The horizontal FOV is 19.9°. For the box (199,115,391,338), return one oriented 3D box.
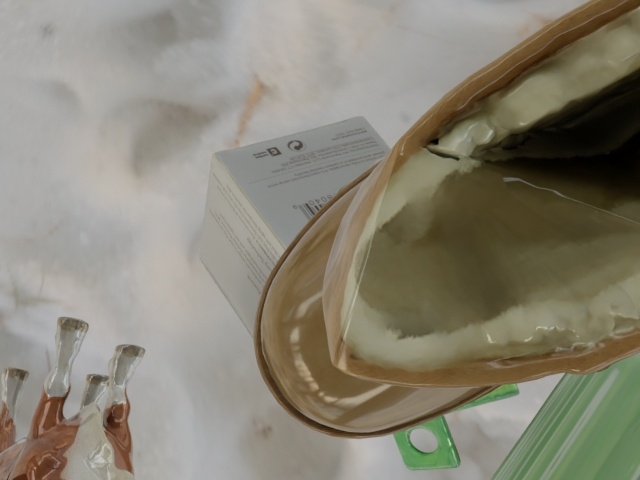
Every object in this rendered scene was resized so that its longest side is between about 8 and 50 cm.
[{"bbox_3d":[0.000,0.000,1.025,0.101,0.102,0.087,-16,139,-26],"label":"box"}]

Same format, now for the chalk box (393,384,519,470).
[{"bbox_3d":[0.065,0.085,1.489,0.132,0.132,0.213,-8,87,-42],"label":"chalk box"}]

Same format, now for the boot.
[{"bbox_3d":[0.046,-0.001,0.495,0.236,0.269,0.089,-36,87,16],"label":"boot"}]

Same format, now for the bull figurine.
[{"bbox_3d":[-0.185,0.169,1.327,0.101,0.310,0.188,17,69,-22],"label":"bull figurine"}]

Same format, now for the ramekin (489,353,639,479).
[{"bbox_3d":[0.207,0.177,0.861,0.303,0.303,0.148,33,82,-11],"label":"ramekin"}]
